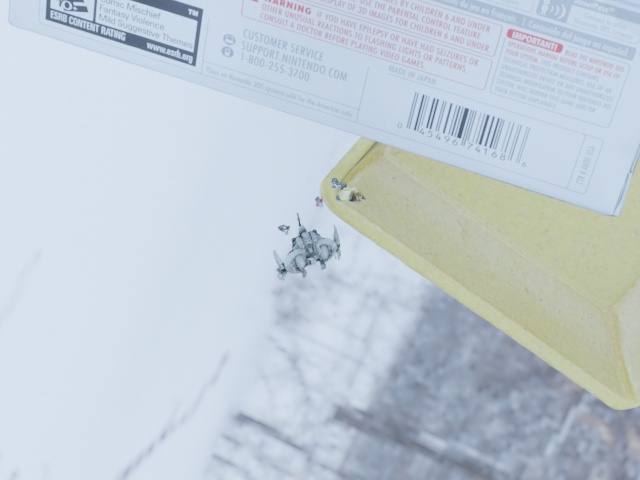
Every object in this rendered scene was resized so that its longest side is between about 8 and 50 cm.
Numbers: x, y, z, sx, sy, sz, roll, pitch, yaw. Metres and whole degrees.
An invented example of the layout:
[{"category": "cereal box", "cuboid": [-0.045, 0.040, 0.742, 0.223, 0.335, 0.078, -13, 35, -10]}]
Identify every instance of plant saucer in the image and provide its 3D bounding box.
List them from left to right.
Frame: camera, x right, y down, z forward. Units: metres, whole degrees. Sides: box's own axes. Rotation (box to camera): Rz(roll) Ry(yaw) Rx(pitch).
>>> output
[{"category": "plant saucer", "cuboid": [0.213, -0.084, 1.252, 0.333, 0.333, 0.081, -48, -152, 15]}]

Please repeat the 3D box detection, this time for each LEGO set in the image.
[{"category": "LEGO set", "cuboid": [-0.001, -0.002, 1.169, 0.023, 0.054, 0.083, 57, -49, 47]}]

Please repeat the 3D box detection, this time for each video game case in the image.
[{"category": "video game case", "cuboid": [0.021, -0.153, 0.661, 0.061, 0.269, 0.244, -66, 172, -46]}]
